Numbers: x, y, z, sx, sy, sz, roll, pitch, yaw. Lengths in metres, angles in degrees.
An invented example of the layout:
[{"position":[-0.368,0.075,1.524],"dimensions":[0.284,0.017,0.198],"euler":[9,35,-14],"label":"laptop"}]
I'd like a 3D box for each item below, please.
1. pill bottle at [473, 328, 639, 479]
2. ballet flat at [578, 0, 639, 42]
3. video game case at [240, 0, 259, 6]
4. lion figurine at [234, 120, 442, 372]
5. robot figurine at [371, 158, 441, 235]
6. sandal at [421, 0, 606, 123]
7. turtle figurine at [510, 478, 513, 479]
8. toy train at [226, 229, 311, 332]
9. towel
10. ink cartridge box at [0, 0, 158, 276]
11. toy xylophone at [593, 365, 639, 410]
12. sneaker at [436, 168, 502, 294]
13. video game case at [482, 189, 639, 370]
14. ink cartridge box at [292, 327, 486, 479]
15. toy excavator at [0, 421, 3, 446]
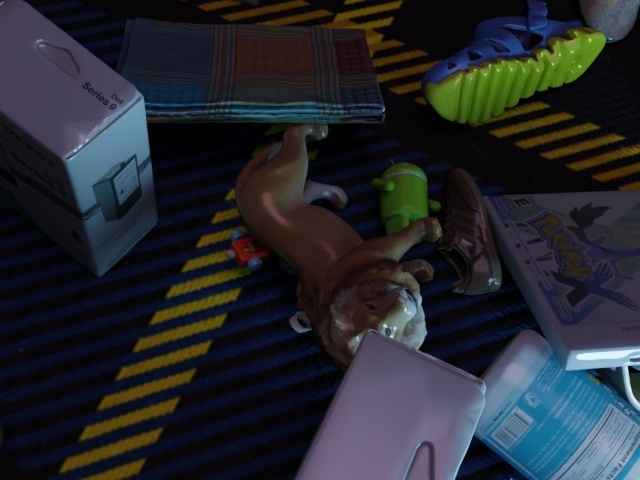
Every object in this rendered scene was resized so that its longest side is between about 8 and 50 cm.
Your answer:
[{"position":[0.303,0.237,0.983],"dimensions":[0.264,0.146,0.146],"euler":[39,65,12],"label":"pill bottle"},{"position":[0.502,-0.480,1.400],"dimensions":[0.108,0.106,0.316],"euler":[13,62,0],"label":"ballet flat"},{"position":[-0.155,-0.488,1.372],"dimensions":[0.183,0.023,0.201],"euler":[20,63,3],"label":"video game case"},{"position":[0.000,0.000,1.044],"dimensions":[0.240,0.142,0.392],"euler":[-29,55,-36],"label":"lion figurine"},{"position":[0.116,-0.058,1.156],"dimensions":[0.101,0.067,0.115],"euler":[19,58,-28],"label":"robot figurine"},{"position":[0.275,-0.280,1.269],"dimensions":[0.317,0.126,0.138],"euler":[-23,64,-26],"label":"sandal"},{"position":[0.266,0.348,0.893],"dimensions":[0.234,0.175,0.118],"euler":[22,85,-3],"label":"turtle figurine"},{"position":[-0.048,0.053,1.077],"dimensions":[0.125,0.046,0.166],"euler":[-20,63,-40],"label":"toy train"},{"position":[-0.105,-0.248,1.189],"dimensions":[0.370,0.040,0.271],"euler":[0,39,-6],"label":"towel"},{"position":[-0.318,-0.114,1.006],"dimensions":[0.211,0.289,0.121],"euler":[36,64,12],"label":"ink cartridge box"},{"position":[0.497,0.166,1.022],"dimensions":[0.323,0.236,0.081],"euler":[-1,104,-14],"label":"toy xylophone"},{"position":[0.191,-0.015,1.144],"dimensions":[0.071,0.066,0.188],"euler":[-9,64,-10],"label":"sneaker"},{"position":[0.397,0.035,1.081],"dimensions":[0.300,0.036,0.329],"euler":[-3,35,-9],"label":"video game case"},{"position":[0.036,0.258,0.847],"dimensions":[0.129,0.307,0.223],"euler":[25,62,6],"label":"ink cartridge box"},{"position":[-0.361,0.386,0.805],"dimensions":[0.445,0.222,0.433],"euler":[23,61,14],"label":"toy excavator"}]
